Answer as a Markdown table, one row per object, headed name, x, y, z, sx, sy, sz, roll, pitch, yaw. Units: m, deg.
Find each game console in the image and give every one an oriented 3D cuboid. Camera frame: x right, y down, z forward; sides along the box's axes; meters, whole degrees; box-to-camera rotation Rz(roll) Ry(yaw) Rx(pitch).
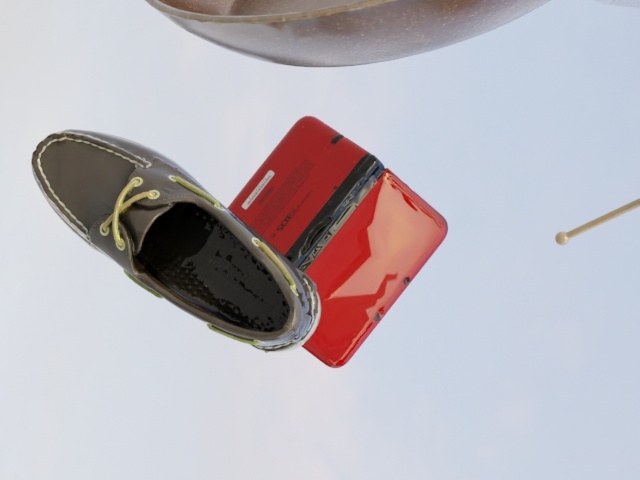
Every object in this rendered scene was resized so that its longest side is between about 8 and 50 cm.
| name | x | y | z | sx | sy | sz | roll | pitch | yaw |
| --- | --- | --- | --- | --- | --- | --- | --- | --- | --- |
| game console | 0.000 | 0.000 | 0.917 | 0.124 | 0.085 | 0.144 | 37 | -93 | 36 |

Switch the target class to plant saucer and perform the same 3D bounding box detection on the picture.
| name | x | y | z | sx | sy | sz | roll | pitch | yaw |
| --- | --- | --- | --- | --- | --- | --- | --- | --- | --- |
| plant saucer | 0.031 | -0.113 | 0.446 | 0.198 | 0.198 | 0.036 | 31 | -32 | 52 |

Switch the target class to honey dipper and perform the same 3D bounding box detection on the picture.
| name | x | y | z | sx | sy | sz | roll | pitch | yaw |
| --- | --- | --- | --- | --- | --- | --- | --- | --- | --- |
| honey dipper | 0.353 | -0.031 | 1.452 | 0.160 | 0.030 | 0.030 | -28 | -116 | 27 |

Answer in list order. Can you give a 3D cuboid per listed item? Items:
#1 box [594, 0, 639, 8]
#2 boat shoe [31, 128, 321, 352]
| name | x | y | z | sx | sy | sz | roll | pitch | yaw |
| --- | --- | --- | --- | --- | --- | --- | --- | --- | --- |
| box | 0.247 | -0.204 | 0.698 | 0.232 | 0.148 | 0.127 | -32 | 130 | -82 |
| boat shoe | -0.099 | -0.007 | 0.793 | 0.227 | 0.068 | 0.081 | 33 | -91 | 8 |
